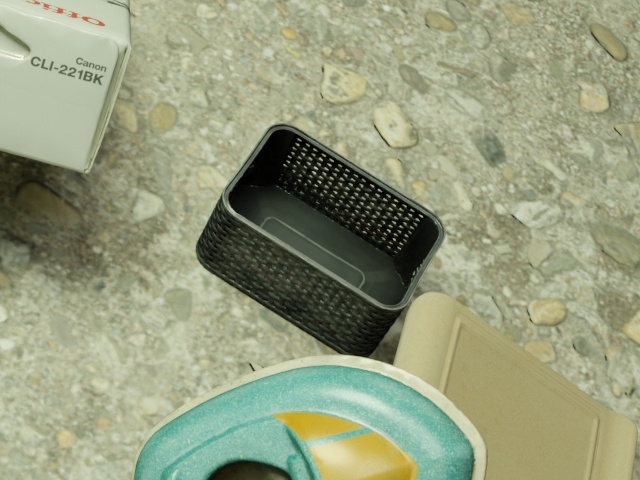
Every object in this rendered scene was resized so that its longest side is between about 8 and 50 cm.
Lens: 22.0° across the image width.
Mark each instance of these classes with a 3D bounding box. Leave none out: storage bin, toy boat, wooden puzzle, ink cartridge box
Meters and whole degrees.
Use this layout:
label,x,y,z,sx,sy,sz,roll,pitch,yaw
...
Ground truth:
label,x,y,z,sx,sy,sz,roll,pitch,yaw
storage bin,0.000,0.000,1.410,0.180,0.084,0.122,33,50,0
toy boat,0.008,0.240,1.159,0.267,0.148,0.318,-21,81,13
wooden puzzle,0.147,0.185,1.340,0.239,0.044,0.221,32,51,-19
ink cartridge box,-0.260,-0.170,1.319,0.197,0.114,0.273,15,18,-13
